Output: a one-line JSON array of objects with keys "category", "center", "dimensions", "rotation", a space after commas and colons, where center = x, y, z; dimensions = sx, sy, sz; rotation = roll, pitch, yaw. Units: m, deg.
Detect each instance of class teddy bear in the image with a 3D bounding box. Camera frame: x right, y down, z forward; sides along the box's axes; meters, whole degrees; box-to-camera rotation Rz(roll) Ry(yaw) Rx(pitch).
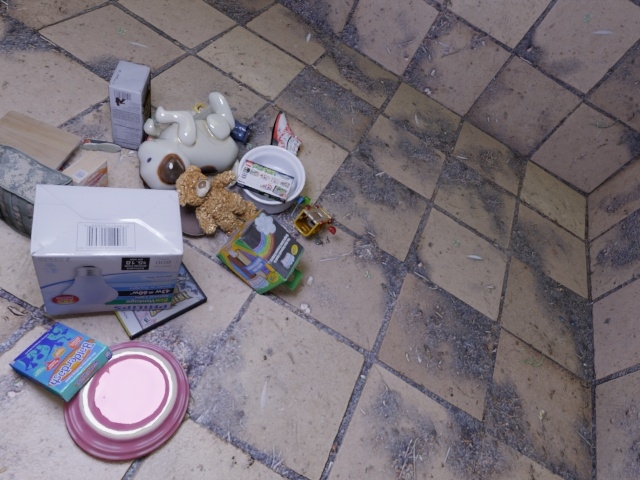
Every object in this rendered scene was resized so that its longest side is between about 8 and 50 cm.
[{"category": "teddy bear", "center": [-0.377, -0.138, 1.613], "dimensions": [0.245, 0.338, 0.113], "rotation": [-41, 36, -15]}]

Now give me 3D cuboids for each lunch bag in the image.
[{"category": "lunch bag", "center": [-0.951, -0.149, 1.364], "dimensions": [0.286, 0.235, 0.169], "rotation": [29, 47, -3]}]

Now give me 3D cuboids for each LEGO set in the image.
[{"category": "LEGO set", "center": [0.002, 0.002, 1.852], "dimensions": [0.083, 0.023, 0.054], "rotation": [15, 52, -32]}]

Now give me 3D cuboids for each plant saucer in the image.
[{"category": "plant saucer", "center": [-0.540, 0.437, 1.225], "dimensions": [0.331, 0.084, 0.333], "rotation": [13, 52, -17]}, {"category": "plant saucer", "center": [-0.495, -0.082, 1.649], "dimensions": [0.168, 0.029, 0.169], "rotation": [21, 45, -22]}]

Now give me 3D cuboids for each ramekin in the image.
[{"category": "ramekin", "center": [-0.211, -0.248, 1.821], "dimensions": [0.276, 0.135, 0.278], "rotation": [5, 67, -12]}]

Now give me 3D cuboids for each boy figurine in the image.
[{"category": "boy figurine", "center": [-0.458, -0.551, 1.998], "dimensions": [0.285, 0.092, 0.177], "rotation": [23, 52, -12]}]

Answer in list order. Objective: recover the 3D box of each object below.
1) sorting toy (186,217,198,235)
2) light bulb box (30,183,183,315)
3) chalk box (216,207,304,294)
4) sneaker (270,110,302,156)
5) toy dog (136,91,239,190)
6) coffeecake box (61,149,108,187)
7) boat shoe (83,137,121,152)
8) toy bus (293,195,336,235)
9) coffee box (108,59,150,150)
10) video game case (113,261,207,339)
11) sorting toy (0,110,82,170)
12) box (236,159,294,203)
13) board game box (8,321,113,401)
[{"category": "sorting toy", "center": [-0.498, -0.053, 1.656], "dimensions": [0.061, 0.012, 0.083], "rotation": [1, 55, -25]}, {"category": "light bulb box", "center": [-0.607, 0.039, 1.257], "dimensions": [0.357, 0.361, 0.226], "rotation": [0, 57, -25]}, {"category": "chalk box", "center": [-0.194, 0.065, 1.581], "dimensions": [0.289, 0.179, 0.180], "rotation": [46, 45, -16]}, {"category": "sneaker", "center": [-0.162, -0.509, 2.108], "dimensions": [0.144, 0.090, 0.270], "rotation": [15, 54, -16]}, {"category": "toy dog", "center": [-0.542, -0.341, 1.714], "dimensions": [0.408, 0.284, 0.396], "rotation": [-45, 122, -42]}, {"category": "coffeecake box", "center": [-0.812, -0.196, 1.498], "dimensions": [0.068, 0.186, 0.142], "rotation": [29, 49, -2]}, {"category": "boat shoe", "center": [-0.862, -0.379, 1.706], "dimensions": [0.136, 0.049, 0.043], "rotation": [0, 54, -20]}, {"category": "toy bus", "center": [-0.031, -0.080, 1.837], "dimensions": [0.202, 0.104, 0.191], "rotation": [29, 24, -30]}, {"category": "coffee box", "center": [-0.743, -0.520, 1.699], "dimensions": [0.118, 0.297, 0.168], "rotation": [10, 53, -15]}, {"category": "video game case", "center": [-0.565, 0.163, 1.449], "dimensions": [0.274, 0.035, 0.248], "rotation": [-27, 70, -37]}, {"category": "sorting toy", "center": [-1.041, -0.310, 1.539], "dimensions": [0.256, 0.089, 0.256], "rotation": [21, 49, -10]}, {"category": "box", "center": [-0.219, -0.235, 1.718], "dimensions": [0.206, 0.036, 0.114], "rotation": [20, 65, -4]}, {"category": "board game box", "center": [-0.713, 0.328, 1.191], "dimensions": [0.210, 0.047, 0.160], "rotation": [16, 45, 21]}]
